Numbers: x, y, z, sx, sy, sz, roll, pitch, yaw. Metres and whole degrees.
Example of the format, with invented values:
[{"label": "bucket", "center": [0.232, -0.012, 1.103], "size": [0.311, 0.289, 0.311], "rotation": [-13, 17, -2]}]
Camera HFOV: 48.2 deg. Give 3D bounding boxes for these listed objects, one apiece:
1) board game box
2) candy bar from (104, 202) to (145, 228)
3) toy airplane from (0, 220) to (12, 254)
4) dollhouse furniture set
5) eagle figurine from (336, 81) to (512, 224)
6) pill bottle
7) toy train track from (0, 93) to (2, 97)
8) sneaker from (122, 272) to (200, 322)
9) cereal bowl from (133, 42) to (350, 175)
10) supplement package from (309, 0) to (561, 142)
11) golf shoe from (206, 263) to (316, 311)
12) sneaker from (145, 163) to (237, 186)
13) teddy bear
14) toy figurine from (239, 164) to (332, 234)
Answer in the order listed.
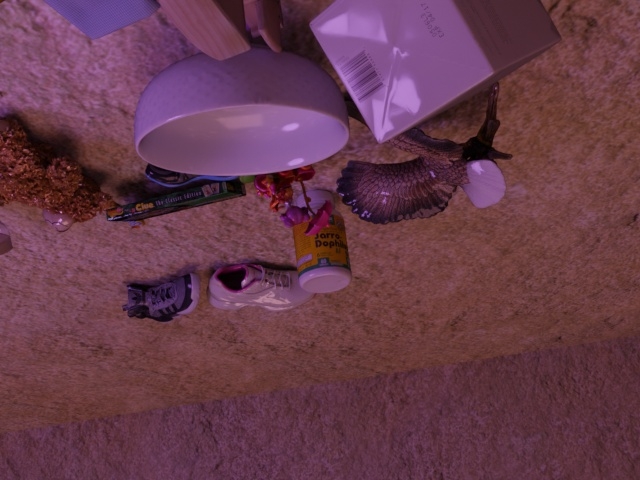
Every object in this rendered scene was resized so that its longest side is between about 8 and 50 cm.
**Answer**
[{"label": "board game box", "center": [-0.295, -0.079, 1.479], "size": [0.259, 0.030, 0.136], "rotation": [-13, 176, 10]}, {"label": "candy bar", "center": [-0.440, -0.062, 1.547], "size": [0.040, 0.018, 0.161], "rotation": [-17, 153, 20]}, {"label": "toy airplane", "center": [-0.735, -0.028, 1.199], "size": [0.386, 0.272, 0.384], "rotation": [4, -175, -28]}, {"label": "dollhouse furniture set", "center": [-0.239, -0.283, 0.920], "size": [0.303, 0.198, 0.286], "rotation": [-16, 154, 18]}, {"label": "eagle figurine", "center": [0.183, -0.154, 1.333], "size": [0.298, 0.226, 0.225], "rotation": [-8, 176, -11]}, {"label": "pill bottle", "center": [0.000, 0.000, 1.575], "size": [0.117, 0.208, 0.117], "rotation": [-6, 155, -3]}, {"label": "toy train track", "center": [-0.557, -0.226, 1.171], "size": [0.083, 0.014, 0.048], "rotation": [-20, 146, 13]}, {"label": "sneaker", "center": [-0.430, 0.154, 1.905], "size": [0.153, 0.101, 0.268], "rotation": [8, 154, -35]}, {"label": "cereal bowl", "center": [-0.124, -0.213, 1.129], "size": [0.339, 0.141, 0.339], "rotation": [-4, 170, -1]}, {"label": "supplement package", "center": [0.161, -0.270, 0.931], "size": [0.175, 0.177, 0.293], "rotation": [-30, -178, 39]}, {"label": "golf shoe", "center": [-0.150, 0.120, 1.909], "size": [0.306, 0.115, 0.140], "rotation": [-4, 152, -10]}, {"label": "sneaker", "center": [-0.243, -0.151, 1.373], "size": [0.188, 0.067, 0.078], "rotation": [-6, 137, -1]}, {"label": "teddy bear", "center": [-0.537, -0.109, 1.312], "size": [0.245, 0.113, 0.338], "rotation": [-7, 155, 4]}, {"label": "toy figurine", "center": [-0.049, -0.082, 1.390], "size": [0.173, 0.159, 0.130], "rotation": [-17, 161, -28]}]
